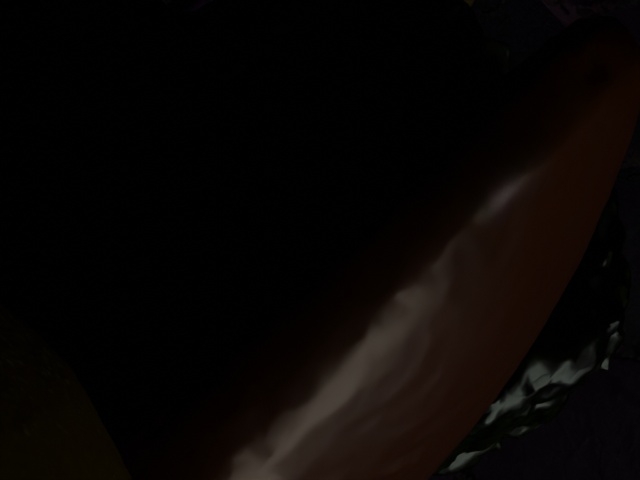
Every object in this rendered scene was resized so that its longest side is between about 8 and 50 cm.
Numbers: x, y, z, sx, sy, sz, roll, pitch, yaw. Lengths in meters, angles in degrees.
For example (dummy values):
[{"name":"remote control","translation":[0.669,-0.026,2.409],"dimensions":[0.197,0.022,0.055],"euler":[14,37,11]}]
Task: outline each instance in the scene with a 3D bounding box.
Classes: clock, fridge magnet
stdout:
[{"name":"clock","translation":[-0.195,0.038,0.765],"dimensions":[0.386,0.076,0.386],"euler":[-44,-178,1]},{"name":"fridge magnet","translation":[-0.016,0.041,0.745],"dimensions":[0.363,0.155,0.363],"euler":[-45,174,-6]}]

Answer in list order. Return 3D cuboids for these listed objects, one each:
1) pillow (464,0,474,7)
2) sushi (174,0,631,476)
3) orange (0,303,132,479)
[{"name":"pillow","translation":[0.023,-0.164,1.514],"dimensions":[0.312,0.119,0.310],"euler":[-46,-173,-37]},{"name":"sushi","translation":[0.000,0.000,1.105],"dimensions":[0.352,0.294,0.178],"euler":[-12,157,-37]},{"name":"orange","translation":[-0.147,0.099,0.473],"dimensions":[0.236,0.236,0.236],"euler":[-43,-179,1]}]
